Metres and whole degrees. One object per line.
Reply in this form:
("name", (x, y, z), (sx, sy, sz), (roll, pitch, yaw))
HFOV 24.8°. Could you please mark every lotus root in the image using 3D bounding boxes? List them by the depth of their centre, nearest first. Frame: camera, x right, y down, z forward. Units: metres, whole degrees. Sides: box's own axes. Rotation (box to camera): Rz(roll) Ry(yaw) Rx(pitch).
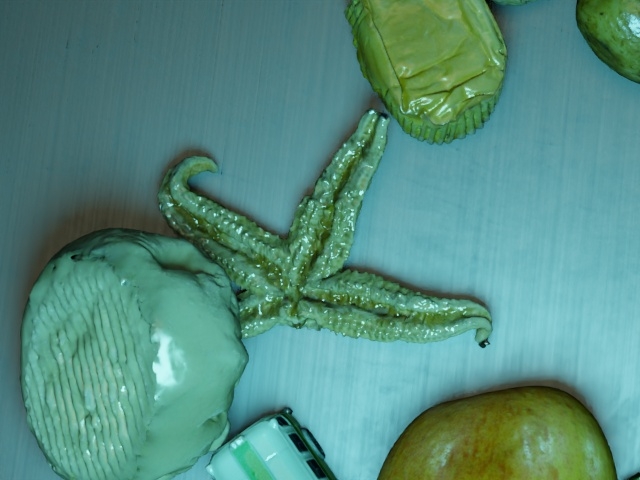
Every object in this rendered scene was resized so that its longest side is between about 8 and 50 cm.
("lotus root", (0.418, -0.269, 1.886), (0.214, 0.138, 0.138), (44, 90, 1))

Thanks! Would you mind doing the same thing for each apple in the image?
("apple", (0.214, 0.312, 1.760), (0.299, 0.299, 0.275), (5, 69, 10))

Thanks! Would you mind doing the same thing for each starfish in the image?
("starfish", (0.000, 0.000, 1.929), (0.432, 0.082, 0.324), (-7, 87, 17))

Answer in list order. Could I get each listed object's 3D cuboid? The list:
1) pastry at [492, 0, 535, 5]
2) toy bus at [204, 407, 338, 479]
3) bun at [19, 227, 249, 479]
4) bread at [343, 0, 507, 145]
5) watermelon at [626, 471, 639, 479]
("pastry", (0.265, -0.391, 1.949), (0.156, 0.092, 0.156), (-1, 80, 6))
("toy bus", (-0.024, 0.356, 1.849), (0.134, 0.165, 0.276), (-37, 76, 2))
("bun", (-0.225, 0.150, 1.855), (0.360, 0.211, 0.359), (4, 96, 44))
("bread", (0.141, -0.254, 1.926), (0.179, 0.133, 0.250), (-28, 81, 0))
("watermelon", (0.473, 0.329, 1.806), (0.181, 0.075, 0.092), (37, 78, 5))
